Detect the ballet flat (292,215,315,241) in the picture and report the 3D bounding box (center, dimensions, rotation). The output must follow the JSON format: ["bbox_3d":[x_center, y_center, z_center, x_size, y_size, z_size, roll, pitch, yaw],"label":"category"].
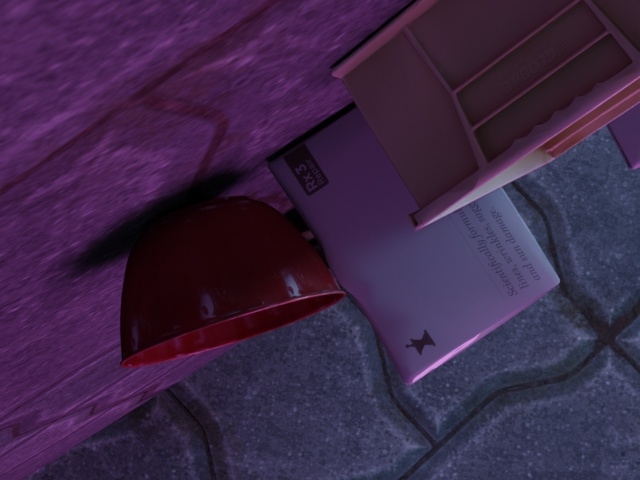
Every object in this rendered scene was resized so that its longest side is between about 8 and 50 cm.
[{"bbox_3d":[0.041,-0.038,1.419,0.173,0.049,0.057,-30,-149,-26],"label":"ballet flat"}]

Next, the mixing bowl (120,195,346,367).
[{"bbox_3d":[-0.081,0.025,0.982,0.181,0.098,0.181,-18,172,-2],"label":"mixing bowl"}]

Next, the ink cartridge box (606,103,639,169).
[{"bbox_3d":[0.588,-0.262,1.676,0.395,0.166,0.285,-19,168,-29],"label":"ink cartridge box"}]

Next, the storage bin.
[{"bbox_3d":[0.184,-0.148,0.871,0.260,0.123,0.262,-35,174,32],"label":"storage bin"}]

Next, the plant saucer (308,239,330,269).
[{"bbox_3d":[0.000,0.000,1.440,0.168,0.029,0.168,-14,-166,3],"label":"plant saucer"}]

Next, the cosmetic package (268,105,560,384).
[{"bbox_3d":[0.093,-0.009,1.172,0.156,0.217,0.385,-33,177,4],"label":"cosmetic package"}]
